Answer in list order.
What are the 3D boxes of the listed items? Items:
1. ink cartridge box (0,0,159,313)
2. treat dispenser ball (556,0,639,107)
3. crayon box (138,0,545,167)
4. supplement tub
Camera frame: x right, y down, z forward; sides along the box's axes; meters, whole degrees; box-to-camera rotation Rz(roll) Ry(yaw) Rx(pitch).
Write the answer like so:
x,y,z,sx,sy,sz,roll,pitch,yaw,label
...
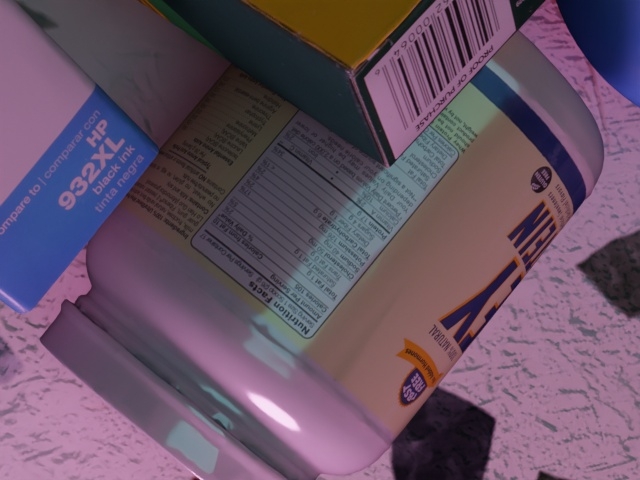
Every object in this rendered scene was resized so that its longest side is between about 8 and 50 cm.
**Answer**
x,y,z,sx,sy,sz,roll,pitch,yaw,label
-0.263,-0.122,0.854,0.129,0.223,0.307,-51,140,-7,ink cartridge box
0.295,-0.210,1.078,0.288,0.288,0.288,-4,100,-20,treat dispenser ball
0.035,-0.268,0.951,0.363,0.313,0.106,-47,150,-13,crayon box
0.000,0.000,1.029,0.235,0.235,0.325,41,83,-22,supplement tub
